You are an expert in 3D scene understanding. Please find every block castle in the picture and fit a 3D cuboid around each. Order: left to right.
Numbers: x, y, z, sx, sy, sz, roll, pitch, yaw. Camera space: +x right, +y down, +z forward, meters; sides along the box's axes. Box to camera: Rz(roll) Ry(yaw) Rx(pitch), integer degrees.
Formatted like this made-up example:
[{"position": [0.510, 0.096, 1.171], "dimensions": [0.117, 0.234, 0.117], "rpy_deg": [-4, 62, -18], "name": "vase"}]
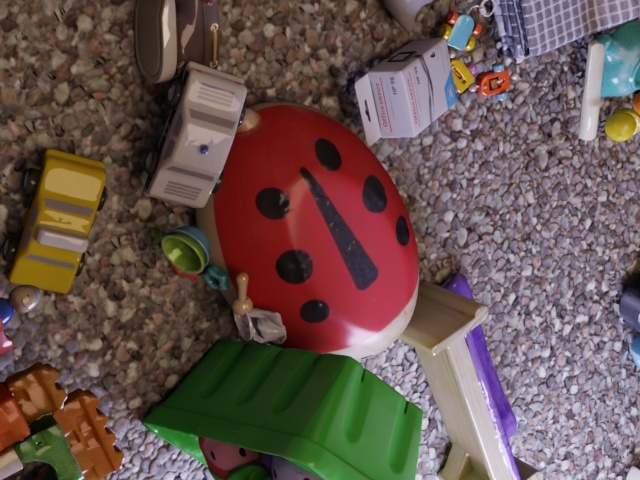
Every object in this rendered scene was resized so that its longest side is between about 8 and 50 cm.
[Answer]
[{"position": [-0.380, 0.227, 1.447], "dimensions": [0.213, 0.303, 0.453], "rpy_deg": [-27, 116, -18], "name": "block castle"}]

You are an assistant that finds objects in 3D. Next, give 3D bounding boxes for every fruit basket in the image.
[{"position": [-0.063, 0.347, 1.645], "dimensions": [0.283, 0.392, 0.392], "rpy_deg": [40, 80, -34], "name": "fruit basket"}]

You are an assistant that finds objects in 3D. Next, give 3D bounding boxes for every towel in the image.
[{"position": [0.366, -0.434, 1.861], "dimensions": [0.235, 0.121, 0.283], "rpy_deg": [-27, 116, -24], "name": "towel"}]

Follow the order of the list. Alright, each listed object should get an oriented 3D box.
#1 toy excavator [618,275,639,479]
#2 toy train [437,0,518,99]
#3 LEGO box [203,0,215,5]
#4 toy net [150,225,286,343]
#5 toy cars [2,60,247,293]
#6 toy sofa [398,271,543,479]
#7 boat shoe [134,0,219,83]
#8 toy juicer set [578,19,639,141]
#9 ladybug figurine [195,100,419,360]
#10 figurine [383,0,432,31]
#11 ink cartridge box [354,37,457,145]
[{"position": [0.704, 0.259, 2.239], "dimensions": [0.433, 0.222, 0.445], "rpy_deg": [-43, 131, -15], "name": "toy excavator"}, {"position": [0.233, -0.287, 1.855], "dimensions": [0.125, 0.046, 0.166], "rpy_deg": [-23, 118, -17], "name": "toy train"}, {"position": [-0.163, -0.578, 1.338], "dimensions": [0.500, 0.193, 0.372], "rpy_deg": [44, 77, -13], "name": "LEGO box"}, {"position": [-0.141, 0.071, 1.646], "dimensions": [0.232, 0.122, 0.045], "rpy_deg": [51, 50, -20], "name": "toy net"}, {"position": [-0.241, -0.068, 1.531], "dimensions": [0.394, 0.087, 0.176], "rpy_deg": [-33, 119, -5], "name": "toy cars"}, {"position": [0.248, 0.241, 1.952], "dimensions": [0.177, 0.150, 0.362], "rpy_deg": [-32, 118, -21], "name": "toy sofa"}, {"position": [-0.172, -0.361, 1.534], "dimensions": [0.097, 0.117, 0.324], "rpy_deg": [-8, 111, -32], "name": "boat shoe"}, {"position": [0.487, -0.262, 2.000], "dimensions": [0.329, 0.089, 0.209], "rpy_deg": [-18, 132, -42], "name": "toy juicer set"}, {"position": [0.000, 0.000, 1.715], "dimensions": [0.305, 0.162, 0.449], "rpy_deg": [-44, 122, -15], "name": "ladybug figurine"}, {"position": [0.118, -0.431, 1.725], "dimensions": [0.209, 0.092, 0.215], "rpy_deg": [36, 83, -39], "name": "figurine"}, {"position": [0.127, -0.215, 1.760], "dimensions": [0.180, 0.060, 0.104], "rpy_deg": [-41, 126, -46], "name": "ink cartridge box"}]
